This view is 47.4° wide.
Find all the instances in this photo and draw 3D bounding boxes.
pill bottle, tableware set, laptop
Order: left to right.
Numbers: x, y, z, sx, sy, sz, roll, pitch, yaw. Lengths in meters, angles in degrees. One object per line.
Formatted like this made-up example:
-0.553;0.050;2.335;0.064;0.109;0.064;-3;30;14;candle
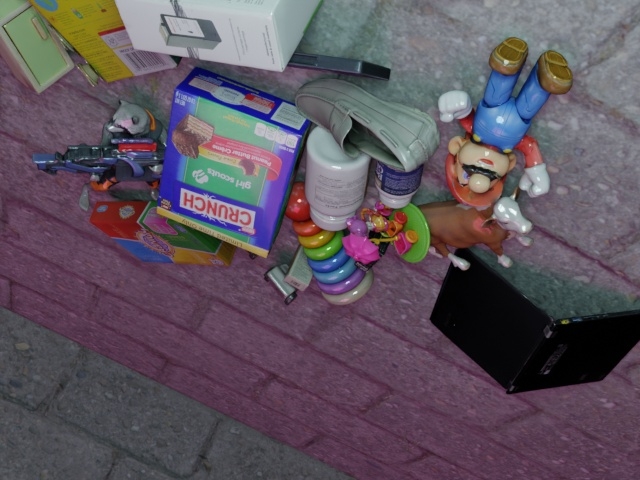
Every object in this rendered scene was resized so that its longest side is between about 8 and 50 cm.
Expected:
-0.489;-0.373;1.479;0.141;0.020;0.169;51;-178;-13;tableware set
0.033;-0.125;1.493;0.131;0.131;0.229;18;147;8;pill bottle
0.154;-0.141;1.430;0.094;0.094;0.169;16;146;11;pill bottle
0.516;0.183;1.745;0.407;0.236;0.382;-6;147;-7;laptop

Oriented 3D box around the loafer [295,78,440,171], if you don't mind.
0.064;-0.208;1.314;0.319;0.111;0.112;26;154;38;loafer

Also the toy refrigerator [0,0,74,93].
-0.607;-0.434;1.449;0.094;0.102;0.270;29;154;33;toy refrigerator

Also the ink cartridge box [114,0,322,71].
-0.157;-0.392;1.164;0.272;0.198;0.115;13;146;17;ink cartridge box

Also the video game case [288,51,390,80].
-0.034;-0.308;1.250;0.274;0.196;0.026;11;102;17;video game case

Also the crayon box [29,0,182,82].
-0.415;-0.441;1.339;0.202;0.081;0.318;-1;146;33;crayon box

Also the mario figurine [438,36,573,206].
0.299;-0.164;1.231;0.198;0.170;0.321;49;148;26;mario figurine

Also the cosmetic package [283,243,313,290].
-0.043;0.062;1.823;0.060;0.115;0.041;31;146;-10;cosmetic package

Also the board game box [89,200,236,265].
-0.420;-0.018;1.951;0.316;0.064;0.242;1;152;31;board game box

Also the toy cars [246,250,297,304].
-0.128;0.042;1.869;0.176;0.087;0.394;42;169;45;toy cars

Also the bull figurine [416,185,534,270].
0.315;-0.025;1.481;0.310;0.101;0.188;2;145;48;bull figurine

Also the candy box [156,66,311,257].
-0.184;-0.156;1.512;0.268;0.122;0.317;21;129;3;candy box

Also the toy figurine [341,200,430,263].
0.113;-0.020;1.491;0.173;0.159;0.130;64;147;20;toy figurine

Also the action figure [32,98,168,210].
-0.478;-0.198;1.661;0.341;0.179;0.330;2;149;-26;action figure

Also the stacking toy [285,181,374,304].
0.000;0.000;1.705;0.141;0.141;0.330;-3;135;35;stacking toy

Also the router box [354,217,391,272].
0.128;0.000;1.623;0.038;0.122;0.092;31;146;-4;router box
